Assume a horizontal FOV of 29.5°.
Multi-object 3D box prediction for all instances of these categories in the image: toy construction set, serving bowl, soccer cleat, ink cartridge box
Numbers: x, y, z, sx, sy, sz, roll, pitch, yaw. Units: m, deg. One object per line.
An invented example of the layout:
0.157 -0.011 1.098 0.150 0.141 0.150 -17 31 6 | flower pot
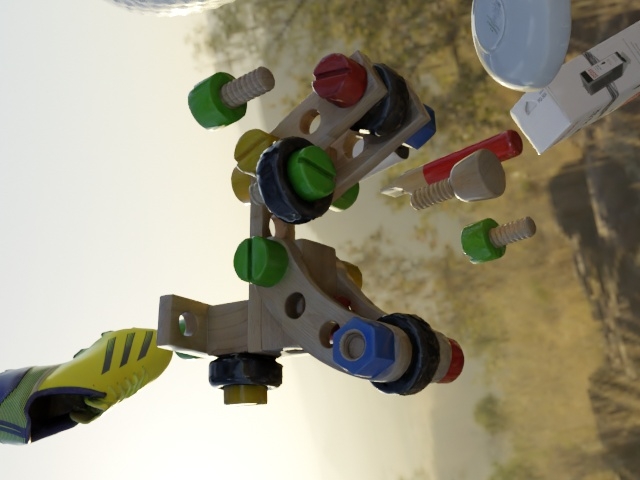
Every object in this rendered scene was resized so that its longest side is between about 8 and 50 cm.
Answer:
0.000 0.000 0.956 0.309 0.237 0.257 -22 -89 -51 | toy construction set
0.107 -0.125 0.684 0.083 0.027 0.083 174 90 -68 | serving bowl
-0.268 0.176 1.425 0.121 0.289 0.093 21 113 35 | soccer cleat
0.270 -0.152 1.218 0.056 0.135 0.099 57 165 8 | ink cartridge box

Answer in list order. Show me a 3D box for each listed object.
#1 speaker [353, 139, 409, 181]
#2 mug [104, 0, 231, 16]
0.022 -0.080 1.241 0.055 0.136 0.055 41 -145 -39 | speaker
-0.202 -0.462 1.522 0.374 0.328 0.276 50 -128 -20 | mug
